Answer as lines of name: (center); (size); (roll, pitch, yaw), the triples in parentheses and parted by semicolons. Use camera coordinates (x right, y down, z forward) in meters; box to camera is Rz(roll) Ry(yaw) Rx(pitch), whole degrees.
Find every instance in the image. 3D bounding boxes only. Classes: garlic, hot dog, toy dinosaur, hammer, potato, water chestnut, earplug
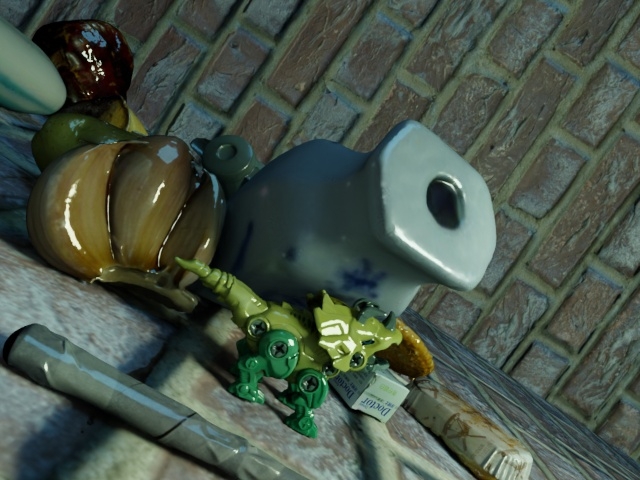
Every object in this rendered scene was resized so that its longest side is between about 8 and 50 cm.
garlic: (-0.222, -0.029, 0.685); (0.214, 0.191, 0.160); (18, -13, -33)
hot dog: (0.229, 0.306, 0.966); (0.131, 0.069, 0.253); (17, 12, -45)
toy dinosaur: (-0.048, 0.103, 0.632); (0.259, 0.153, 0.094); (25, 4, -14)
hammer: (-0.038, 0.179, 0.452); (0.427, 0.044, 0.152); (33, 3, -14)
potato: (-0.300, -0.099, 0.892); (0.248, 0.143, 0.169); (31, -9, -29)
water chestnut: (-0.596, -0.410, 1.468); (0.244, 0.289, 0.289); (19, 13, -37)
earplug: (-0.616, -0.339, 1.142); (0.185, 0.185, 0.324); (36, -2, 27)

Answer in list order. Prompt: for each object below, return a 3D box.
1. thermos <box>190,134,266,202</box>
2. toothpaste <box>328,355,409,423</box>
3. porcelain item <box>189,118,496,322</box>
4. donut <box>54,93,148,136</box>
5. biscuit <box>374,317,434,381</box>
thermos: (-0.121, -0.049, 0.989); (0.182, 0.145, 0.286); (31, -24, 16)
toothpaste: (0.007, 0.153, 0.947); (0.081, 0.067, 0.336); (33, 4, -36)
porcelain item: (0.000, 0.000, 0.755); (0.243, 0.178, 0.405); (31, -29, -31)
donut: (-0.441, -0.222, 1.255); (0.295, 0.151, 0.112); (37, -6, 35)
biscuit: (0.090, 0.167, 1.080); (0.254, 0.035, 0.254); (35, -21, 16)
